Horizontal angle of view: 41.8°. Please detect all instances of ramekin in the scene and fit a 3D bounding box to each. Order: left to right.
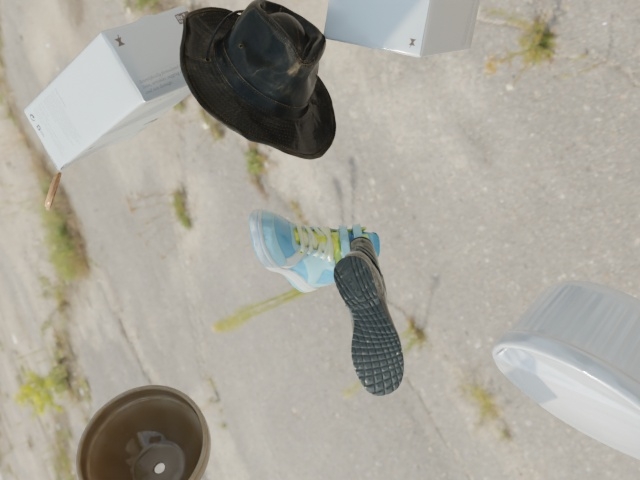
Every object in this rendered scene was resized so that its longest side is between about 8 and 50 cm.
[{"bbox_3d":[0.369,0.163,1.083,0.273,0.127,0.273,33,166,9],"label":"ramekin"}]

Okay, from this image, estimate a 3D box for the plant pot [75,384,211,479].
[{"bbox_3d":[-0.301,0.387,1.487,0.237,0.237,0.109,48,163,34],"label":"plant pot"}]

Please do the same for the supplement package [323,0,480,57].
[{"bbox_3d":[0.153,-0.421,1.434,0.178,0.293,0.175,17,111,21],"label":"supplement package"}]

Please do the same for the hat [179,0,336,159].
[{"bbox_3d":[-0.066,-0.291,1.340,0.134,0.331,0.331,-44,68,34],"label":"hat"}]

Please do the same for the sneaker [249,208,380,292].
[{"bbox_3d":[0.000,0.000,1.678,0.319,0.208,0.127,40,-140,-62],"label":"sneaker"}]

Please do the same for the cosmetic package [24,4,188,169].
[{"bbox_3d":[-0.404,-0.301,1.685,0.385,0.217,0.156,-20,101,48],"label":"cosmetic package"}]

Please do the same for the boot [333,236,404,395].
[{"bbox_3d":[0.094,0.119,1.399,0.161,0.083,0.246,-39,-65,-74],"label":"boot"}]

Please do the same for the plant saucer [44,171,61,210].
[{"bbox_3d":[-0.558,-0.104,1.746,0.083,0.013,0.083,-161,90,-74],"label":"plant saucer"}]
